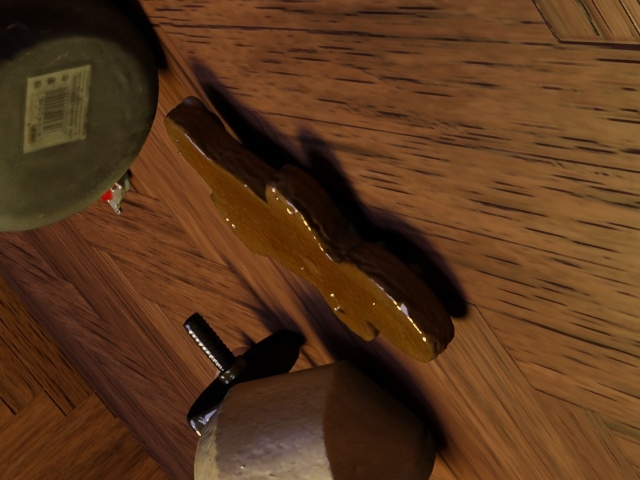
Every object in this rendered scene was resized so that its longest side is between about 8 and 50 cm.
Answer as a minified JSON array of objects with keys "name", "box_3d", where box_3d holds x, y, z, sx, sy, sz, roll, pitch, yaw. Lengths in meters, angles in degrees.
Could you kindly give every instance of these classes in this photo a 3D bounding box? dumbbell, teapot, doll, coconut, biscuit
[{"name":"dumbbell","box_3d":[-0.036,0.207,1.767,0.325,0.143,0.143,50,165,-9]},{"name":"teapot","box_3d":[-0.308,-0.190,1.405,0.285,0.223,0.305,45,169,38]},{"name":"doll","box_3d":[-0.233,-0.074,1.821,0.057,0.039,0.114,10,140,22]},{"name":"coconut","box_3d":[0.002,0.219,1.587,0.202,0.222,0.202,-13,-90,-72]},{"name":"biscuit","box_3d":[0.000,0.000,1.320,0.301,0.049,0.197,35,165,41]}]

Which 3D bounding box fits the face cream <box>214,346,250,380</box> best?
[{"name":"face cream","box_3d":[-0.015,0.237,1.929,0.269,0.073,0.107,42,156,26]}]
